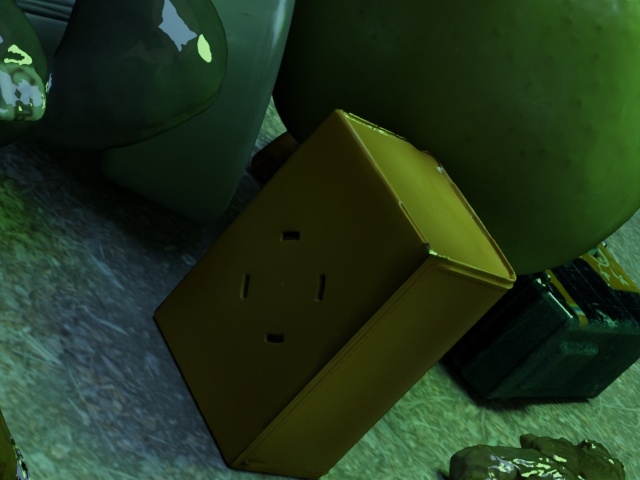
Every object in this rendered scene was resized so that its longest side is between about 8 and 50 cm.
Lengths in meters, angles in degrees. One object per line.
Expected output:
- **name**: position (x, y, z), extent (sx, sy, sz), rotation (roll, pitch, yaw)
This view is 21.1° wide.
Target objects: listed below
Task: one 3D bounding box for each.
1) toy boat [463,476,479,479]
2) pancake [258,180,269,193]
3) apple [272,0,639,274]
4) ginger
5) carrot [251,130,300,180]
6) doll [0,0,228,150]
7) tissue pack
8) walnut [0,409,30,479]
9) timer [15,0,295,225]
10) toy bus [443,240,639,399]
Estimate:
- **toy boat**: position (0.146, 0.296, 1.604), extent (0.088, 0.068, 0.226), rotation (44, 19, -8)
- **pancake**: position (0.000, 0.000, 1.908), extent (0.257, 0.056, 0.212), rotation (53, 21, 25)
- **apple**: position (0.181, -0.197, 1.775), extent (0.474, 0.473, 0.473), rotation (35, 23, -17)
- **ginger**: position (0.244, 0.248, 1.822), extent (0.290, 0.084, 0.122), rotation (9, 46, -53)
- **carrot**: position (-0.036, -0.105, 2.060), extent (0.055, 0.055, 0.161), rotation (45, 29, 8)
- **doll**: position (-0.301, -0.232, 1.506), extent (0.379, 0.252, 0.382), rotation (4, 65, -40)
- **tissue pack**: position (0.010, 0.053, 1.542), extent (0.145, 0.274, 0.194), rotation (18, 33, -48)
- **walnut**: position (-0.283, 0.117, 1.143), extent (0.137, 0.137, 0.245), rotation (9, 36, -53)
- **timer**: position (-0.213, -0.192, 1.703), extent (0.315, 0.290, 0.290), rotation (16, 28, -9)
- **toy bus**: position (0.264, 0.084, 2.061), extent (0.323, 0.162, 0.194), rotation (7, 42, -57)
